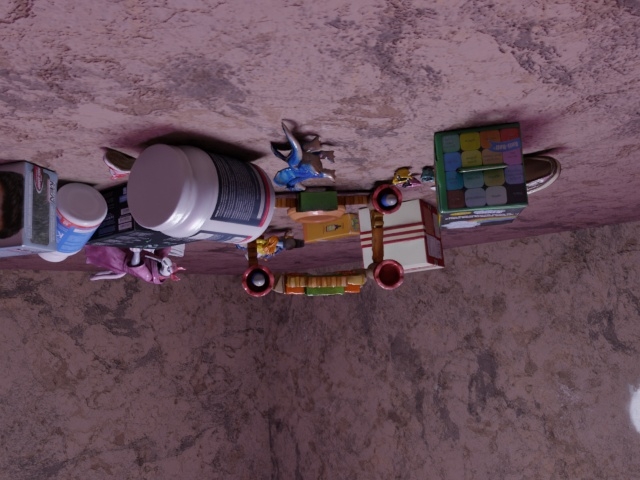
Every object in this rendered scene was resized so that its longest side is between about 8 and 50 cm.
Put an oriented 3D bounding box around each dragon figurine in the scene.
[{"bbox_3d":[-0.058,-0.162,1.204,0.144,0.085,0.289,-7,172,22],"label":"dragon figurine"}]

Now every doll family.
[{"bbox_3d":[-0.189,0.022,2.234,0.163,0.118,0.263,-33,157,28],"label":"doll family"}]

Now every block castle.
[{"bbox_3d":[0.000,0.000,1.591,0.454,0.302,0.213,-2,-179,-11],"label":"block castle"}]

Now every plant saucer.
[{"bbox_3d":[-0.013,-0.088,1.919,0.200,0.037,0.200,-4,171,-1],"label":"plant saucer"}]

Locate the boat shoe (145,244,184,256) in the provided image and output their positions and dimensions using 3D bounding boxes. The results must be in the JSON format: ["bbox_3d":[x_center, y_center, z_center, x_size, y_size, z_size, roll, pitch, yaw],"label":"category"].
[{"bbox_3d":[-0.645,0.025,2.247,0.258,0.084,0.095,4,169,-43],"label":"boat shoe"}]

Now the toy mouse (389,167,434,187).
[{"bbox_3d":[0.252,-0.166,1.506,0.143,0.031,0.161,0,171,-25],"label":"toy mouse"}]

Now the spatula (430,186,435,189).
[{"bbox_3d":[0.470,-0.163,1.700,0.242,0.019,0.168,-10,165,30],"label":"spatula"}]

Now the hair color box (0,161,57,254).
[{"bbox_3d":[-0.783,-0.054,1.269,0.375,0.185,0.113,-6,171,11],"label":"hair color box"}]

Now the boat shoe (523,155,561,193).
[{"bbox_3d":[0.466,-0.161,1.439,0.095,0.095,0.258,11,164,-41],"label":"boat shoe"}]

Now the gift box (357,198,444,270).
[{"bbox_3d":[0.278,0.013,2.002,0.258,0.255,0.276,-10,164,25],"label":"gift box"}]

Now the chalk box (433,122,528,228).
[{"bbox_3d":[0.340,-0.139,1.237,0.180,0.179,0.289,-4,171,9],"label":"chalk box"}]

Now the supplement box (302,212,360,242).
[{"bbox_3d":[0.042,-0.043,2.114,0.234,0.078,0.080,-11,170,43],"label":"supplement box"}]

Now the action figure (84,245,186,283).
[{"bbox_3d":[-0.632,0.079,1.923,0.370,0.275,0.248,22,-163,15],"label":"action figure"}]

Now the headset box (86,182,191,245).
[{"bbox_3d":[-0.473,-0.058,1.578,0.246,0.131,0.283,-10,170,35],"label":"headset box"}]

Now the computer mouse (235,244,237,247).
[{"bbox_3d":[-0.292,-0.016,2.327,0.071,0.041,0.242,-7,168,-29],"label":"computer mouse"}]

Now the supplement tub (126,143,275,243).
[{"bbox_3d":[-0.246,-0.095,1.211,0.191,0.191,0.272,-9,170,33],"label":"supplement tub"}]

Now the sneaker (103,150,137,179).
[{"bbox_3d":[-0.437,-0.158,1.206,0.067,0.042,0.118,-9,173,15],"label":"sneaker"}]

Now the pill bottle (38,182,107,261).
[{"bbox_3d":[-0.638,-0.037,1.437,0.124,0.124,0.221,4,146,-44],"label":"pill bottle"}]
